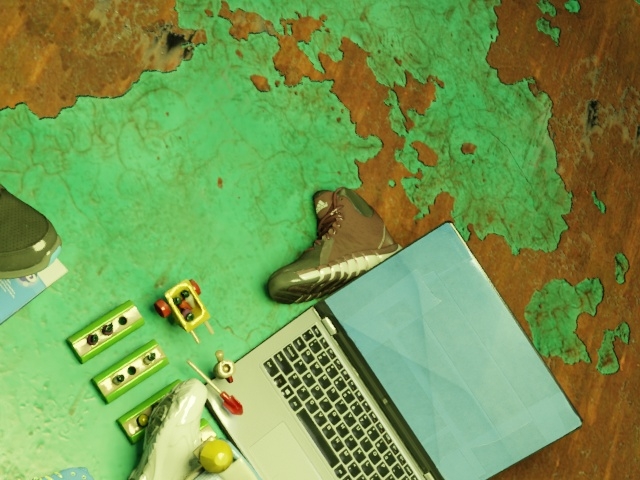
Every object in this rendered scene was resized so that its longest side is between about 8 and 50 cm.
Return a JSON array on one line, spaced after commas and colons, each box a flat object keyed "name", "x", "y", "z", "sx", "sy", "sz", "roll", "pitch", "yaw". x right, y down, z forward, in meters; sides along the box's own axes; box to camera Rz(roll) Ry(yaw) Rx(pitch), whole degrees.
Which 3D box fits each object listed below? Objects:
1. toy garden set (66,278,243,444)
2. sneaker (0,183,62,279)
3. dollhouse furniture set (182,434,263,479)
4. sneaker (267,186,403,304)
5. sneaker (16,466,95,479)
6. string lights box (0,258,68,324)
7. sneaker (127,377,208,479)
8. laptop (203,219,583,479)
[{"name": "toy garden set", "x": -0.211, "y": 0.189, "z": 1.902, "sx": 0.203, "sy": 0.049, "sz": 0.244, "roll": -33, "pitch": 91, "yaw": -24}, {"name": "sneaker", "x": -0.492, "y": -0.065, "z": 1.721, "sx": 0.340, "sy": 0.140, "sz": 0.125, "roll": 26, "pitch": 47, "yaw": 5}, {"name": "dollhouse furniture set", "x": -0.134, "y": 0.451, "z": 1.703, "sx": 0.286, "sy": 0.198, "sz": 0.303, "roll": -40, "pitch": 104, "yaw": -15}, {"name": "sneaker", "x": 0.000, "y": 0.000, "z": 2.123, "sx": 0.281, "sy": 0.106, "sz": 0.163, "roll": -12, "pitch": 72, "yaw": -45}, {"name": "sneaker", "x": -0.373, "y": 0.348, "z": 1.755, "sx": 0.240, "sy": 0.091, "sz": 0.126, "roll": 27, "pitch": 34, "yaw": -15}, {"name": "string lights box", "x": -0.482, "y": 0.070, "z": 1.784, "sx": 0.133, "sy": 0.076, "sz": 0.259, "roll": 52, "pitch": 53, "yaw": -5}, {"name": "sneaker", "x": -0.193, "y": 0.304, "z": 1.831, "sx": 0.115, "sy": 0.090, "sz": 0.232, "roll": 22, "pitch": 94, "yaw": -18}, {"name": "laptop", "x": 0.109, "y": 0.252, "z": 1.996, "sx": 0.408, "sy": 0.236, "sz": 0.382, "roll": -34, "pitch": 91, "yaw": -37}]
